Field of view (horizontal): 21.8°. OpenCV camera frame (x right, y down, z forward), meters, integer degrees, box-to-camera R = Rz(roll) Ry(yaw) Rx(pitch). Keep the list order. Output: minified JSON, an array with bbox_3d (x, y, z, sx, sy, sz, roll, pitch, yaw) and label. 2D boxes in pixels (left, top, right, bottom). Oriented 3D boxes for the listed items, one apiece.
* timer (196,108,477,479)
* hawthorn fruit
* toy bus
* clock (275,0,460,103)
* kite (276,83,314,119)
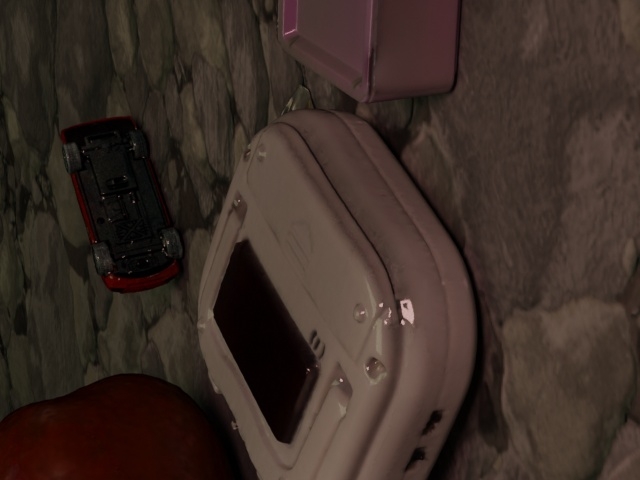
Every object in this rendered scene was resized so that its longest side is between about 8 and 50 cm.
[{"bbox_3d":[0.000,0.054,1.112,0.262,0.087,0.237,59,137,42],"label":"timer"},{"bbox_3d":[-0.190,0.267,1.441,0.311,0.295,0.295,-142,49,-58],"label":"hawthorn fruit"},{"bbox_3d":[-0.193,-0.024,1.598,0.089,0.081,0.195,98,155,-54],"label":"toy bus"},{"bbox_3d":[0.029,-0.198,1.027,0.150,0.063,0.197,-140,47,-59],"label":"clock"},{"bbox_3d":[0.003,0.000,1.215,0.127,0.016,0.229,111,145,-44],"label":"kite"}]
